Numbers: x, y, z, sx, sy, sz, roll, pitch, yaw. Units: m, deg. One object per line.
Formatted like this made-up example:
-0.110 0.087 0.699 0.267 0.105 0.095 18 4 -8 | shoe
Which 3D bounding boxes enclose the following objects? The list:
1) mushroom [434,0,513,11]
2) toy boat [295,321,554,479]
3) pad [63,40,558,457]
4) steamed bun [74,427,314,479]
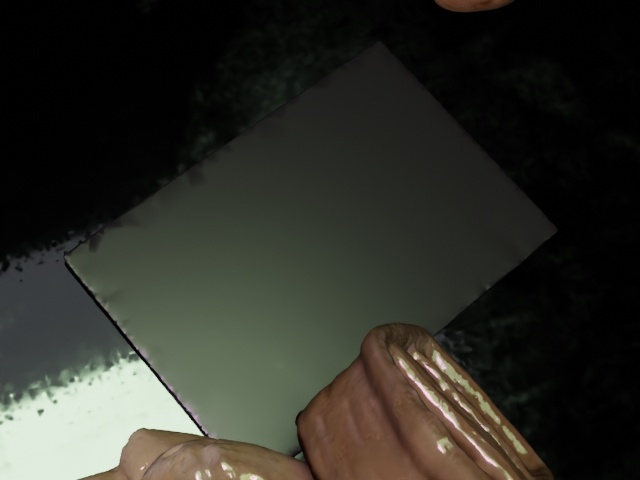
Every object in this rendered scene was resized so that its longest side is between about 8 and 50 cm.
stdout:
0.092 -0.236 0.706 0.059 0.054 0.202 -1 62 -17 | mushroom
0.048 0.098 0.477 0.061 0.188 0.116 -43 78 7 | toy boat
0.000 0.000 0.606 0.245 0.006 0.170 -38 79 -22 | pad
-0.044 0.169 0.468 0.192 0.106 0.177 35 66 5 | steamed bun
